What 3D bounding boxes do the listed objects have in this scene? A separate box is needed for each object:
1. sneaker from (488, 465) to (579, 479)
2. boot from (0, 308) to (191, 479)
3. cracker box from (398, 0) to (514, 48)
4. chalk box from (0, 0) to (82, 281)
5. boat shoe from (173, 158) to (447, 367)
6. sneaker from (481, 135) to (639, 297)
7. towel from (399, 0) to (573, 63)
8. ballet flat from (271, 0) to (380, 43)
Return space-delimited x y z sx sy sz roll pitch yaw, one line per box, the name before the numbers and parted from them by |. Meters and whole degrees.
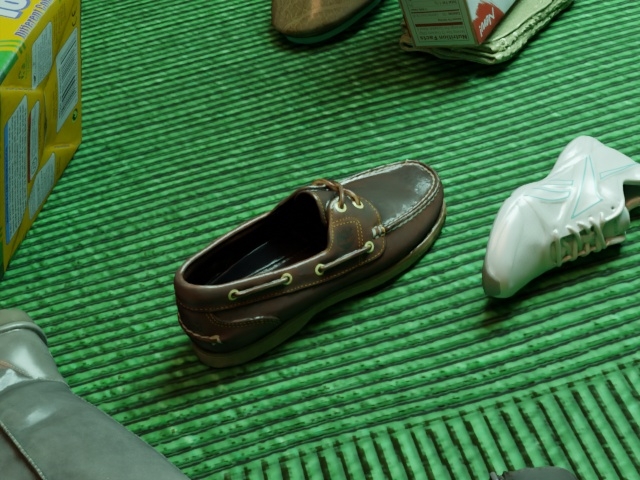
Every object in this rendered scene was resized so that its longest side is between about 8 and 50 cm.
sneaker | 0.044 0.185 0.393 0.222 0.083 0.118 -26 23 -5
boot | -0.182 0.137 0.507 0.190 0.076 0.208 -33 51 -20
cracker box | 0.102 -0.289 0.742 0.067 0.232 0.155 7 45 37
chalk box | -0.336 -0.120 0.680 0.289 0.180 0.179 13 43 -1
boat shoe | 0.000 0.000 0.605 0.207 0.073 0.073 -35 44 -26
sneaker | 0.156 -0.014 0.595 0.061 0.053 0.152 27 53 33
towel | 0.148 -0.199 0.829 0.110 0.027 0.148 23 53 36
ballet flat | 0.055 -0.325 0.922 0.116 0.124 0.342 20 51 33
